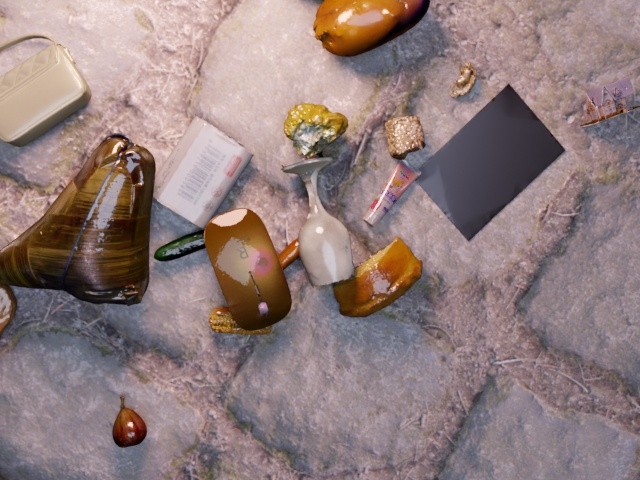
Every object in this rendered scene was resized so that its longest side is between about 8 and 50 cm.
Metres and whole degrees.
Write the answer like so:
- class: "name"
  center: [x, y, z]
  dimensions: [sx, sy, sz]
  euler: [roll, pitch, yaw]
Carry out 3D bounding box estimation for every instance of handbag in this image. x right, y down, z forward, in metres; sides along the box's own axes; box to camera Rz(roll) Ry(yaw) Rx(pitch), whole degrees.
- class: "handbag"
  center: [-0.688, -0.364, 1.580]
  dimensions: [0.256, 0.079, 0.219]
  euler: [-34, 90, -4]

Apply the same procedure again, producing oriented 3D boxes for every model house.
- class: "model house"
  center: [0.770, -0.372, 1.794]
  dimensions: [0.167, 0.117, 0.088]
  euler: [-20, 96, -3]

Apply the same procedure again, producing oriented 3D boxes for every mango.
- class: "mango"
  center: [0.119, -0.551, 1.630]
  dimensions: [0.287, 0.201, 0.152]
  euler: [-26, 120, 6]

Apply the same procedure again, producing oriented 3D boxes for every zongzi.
- class: "zongzi"
  center: [-0.604, -0.061, 1.557]
  dimensions: [0.432, 0.208, 0.403]
  euler: [8, 104, -5]

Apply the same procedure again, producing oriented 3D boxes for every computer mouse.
- class: "computer mouse"
  center: [-0.177, 0.076, 1.666]
  dimensions: [0.158, 0.072, 0.310]
  euler: [-21, 102, -10]

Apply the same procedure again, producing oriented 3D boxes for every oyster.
- class: "oyster"
  center: [0.373, -0.417, 1.773]
  dimensions: [0.083, 0.038, 0.081]
  euler: [-26, 74, 22]

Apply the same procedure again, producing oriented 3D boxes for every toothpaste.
- class: "toothpaste"
  center: [0.183, -0.121, 1.767]
  dimensions: [0.067, 0.043, 0.194]
  euler: [37, 84, -8]

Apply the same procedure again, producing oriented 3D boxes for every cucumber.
- class: "cucumber"
  center: [-0.280, -0.002, 1.696]
  dimensions: [0.284, 0.056, 0.056]
  euler: [-16, 99, -9]

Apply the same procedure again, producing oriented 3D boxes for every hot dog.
- class: "hot dog"
  center: [-0.205, 0.207, 1.738]
  dimensions: [0.165, 0.045, 0.071]
  euler: [4, 99, -11]

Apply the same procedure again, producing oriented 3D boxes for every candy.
- class: "candy"
  center: [0.218, -0.266, 1.732]
  dimensions: [0.095, 0.085, 0.110]
  euler: [-19, 95, -16]

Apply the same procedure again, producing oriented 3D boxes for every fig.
- class: "fig"
  center: [-0.491, 0.459, 1.714]
  dimensions: [0.089, 0.089, 0.125]
  euler: [-16, 72, -7]

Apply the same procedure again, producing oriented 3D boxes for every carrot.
- class: "carrot"
  center: [-0.129, 0.082, 1.738]
  dimensions: [0.248, 0.043, 0.043]
  euler: [-42, 101, 0]

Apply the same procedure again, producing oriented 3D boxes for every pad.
- class: "pad"
  center: [0.454, -0.208, 1.816]
  dimensions: [0.367, 0.007, 0.247]
  euler: [-44, 102, -1]

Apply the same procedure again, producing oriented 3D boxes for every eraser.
- class: "eraser"
  center: [-0.296, -0.168, 1.661]
  dimensions: [0.174, 0.081, 0.227]
  euler: [33, 92, -7]

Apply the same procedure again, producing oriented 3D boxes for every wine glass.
- class: "wine glass"
  center: [-0.002, -0.047, 1.675]
  dimensions: [0.143, 0.143, 0.321]
  euler: [-10, 90, -8]

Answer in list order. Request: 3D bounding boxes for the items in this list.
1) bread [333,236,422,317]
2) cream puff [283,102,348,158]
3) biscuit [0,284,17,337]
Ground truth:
- class: "bread"
  center: [0.153, 0.108, 1.740]
  dimensions: [0.260, 0.134, 0.129]
  euler: [-36, 100, -4]
- class: "cream puff"
  center: [-0.014, -0.284, 1.666]
  dimensions: [0.156, 0.156, 0.121]
  euler: [36, 54, -11]
- class: "biscuit"
  center: [-0.956, 0.188, 1.606]
  dimensions: [0.365, 0.062, 0.385]
  euler: [42, 89, -12]
